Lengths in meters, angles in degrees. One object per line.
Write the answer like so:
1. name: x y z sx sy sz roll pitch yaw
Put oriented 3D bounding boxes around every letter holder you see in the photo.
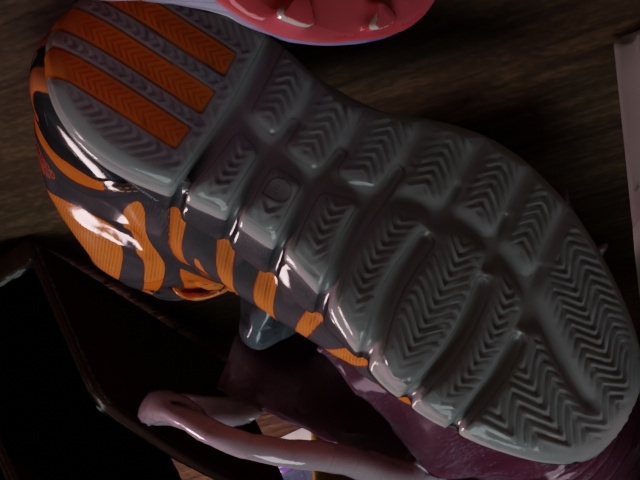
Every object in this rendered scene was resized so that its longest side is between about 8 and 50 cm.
1. letter holder: -0.136 0.165 1.288 0.152 0.214 0.302 -34 153 8

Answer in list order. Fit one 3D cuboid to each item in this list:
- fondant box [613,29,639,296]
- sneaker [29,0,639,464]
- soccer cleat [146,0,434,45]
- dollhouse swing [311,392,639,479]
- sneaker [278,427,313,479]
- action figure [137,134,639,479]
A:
1. fondant box: 0.294 0.033 1.010 0.330 0.238 0.096 15 154 -40
2. sneaker: 0.000 0.000 0.968 0.321 0.124 0.180 38 161 -3
3. soccer cleat: -0.071 -0.125 0.786 0.248 0.083 0.095 4 -176 -26
4. dollhouse swing: 0.129 0.211 1.331 0.346 0.305 0.315 -5 167 7
5. sneaker: 0.005 0.287 1.662 0.130 0.236 0.323 7 157 -24
6. action figure: 0.132 0.115 1.124 0.370 0.276 0.248 46 166 -27
